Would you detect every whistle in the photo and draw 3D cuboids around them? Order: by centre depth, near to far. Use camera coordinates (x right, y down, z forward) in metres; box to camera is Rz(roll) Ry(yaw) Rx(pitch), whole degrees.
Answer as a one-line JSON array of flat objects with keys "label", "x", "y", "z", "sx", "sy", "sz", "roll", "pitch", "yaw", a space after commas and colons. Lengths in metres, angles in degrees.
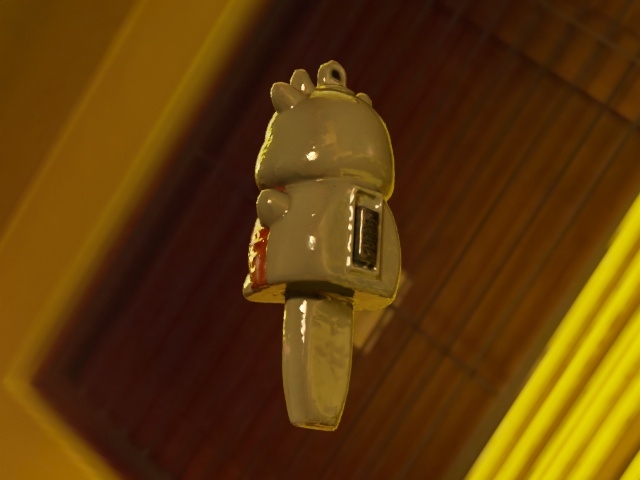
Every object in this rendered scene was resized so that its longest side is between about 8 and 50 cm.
[{"label": "whistle", "x": 0.002, "y": 0.000, "z": 1.067, "sx": 0.101, "sy": 0.253, "sz": 0.106, "roll": 5, "pitch": 164, "yaw": -12}]
